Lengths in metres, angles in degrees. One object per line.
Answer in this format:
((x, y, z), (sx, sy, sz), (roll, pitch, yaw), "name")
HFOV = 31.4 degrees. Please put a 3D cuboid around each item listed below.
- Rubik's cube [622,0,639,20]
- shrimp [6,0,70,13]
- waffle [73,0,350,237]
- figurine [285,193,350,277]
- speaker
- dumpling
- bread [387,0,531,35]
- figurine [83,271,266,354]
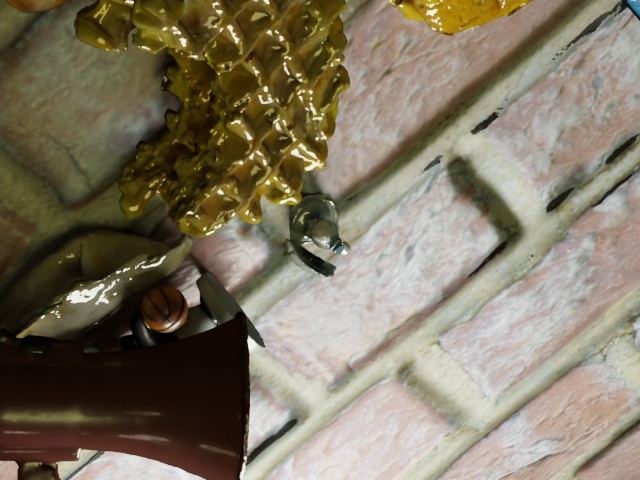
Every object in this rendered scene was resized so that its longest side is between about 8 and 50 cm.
((0.421, -0.390, 1.104), (0.288, 0.283, 0.293), (31, 71, -38), "Rubik's cube")
((-0.210, -0.333, 1.031), (0.287, 0.063, 0.152), (-59, 164, 15), "shrimp")
((-0.102, -0.170, 1.156), (0.261, 0.151, 0.324), (-32, 139, -26), "waffle")
((0.000, 0.000, 1.388), (0.094, 0.086, 0.082), (30, 106, -37), "figurine")
((-0.240, 0.211, 1.238), (0.329, 0.198, 0.259), (-4, 122, -6), "speaker")
((-0.309, 0.068, 1.296), (0.332, 0.086, 0.166), (-37, 163, 3), "dumpling")
((0.165, -0.325, 1.191), (0.236, 0.120, 0.198), (-27, 148, -2), "bread")
((-0.200, 0.149, 1.373), (0.236, 0.133, 0.176), (-38, 133, 3), "figurine")
